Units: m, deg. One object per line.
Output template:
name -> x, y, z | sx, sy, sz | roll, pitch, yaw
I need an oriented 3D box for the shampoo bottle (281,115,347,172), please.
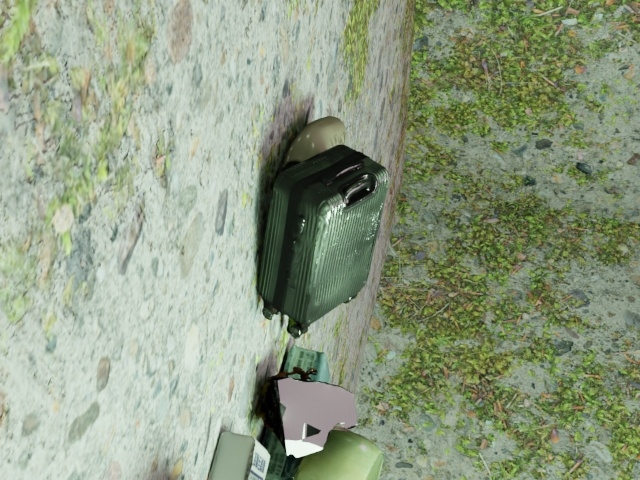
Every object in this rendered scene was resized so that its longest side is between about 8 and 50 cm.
shampoo bottle -> -0.014, -0.157, 1.493 | 0.257, 0.078, 0.127 | -58, 162, -63

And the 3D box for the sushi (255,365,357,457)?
sushi -> -0.044, 0.330, 1.626 | 0.150, 0.172, 0.153 | -5, -88, 55

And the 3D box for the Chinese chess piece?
Chinese chess piece -> 0.012, 0.567, 1.690 | 0.349, 0.146, 0.349 | 18, 90, -75

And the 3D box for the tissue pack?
tissue pack -> -0.058, 0.423, 1.817 | 0.228, 0.103, 0.315 | 90, 15, -56

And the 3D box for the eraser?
eraser -> -0.138, 0.411, 1.407 | 0.210, 0.068, 0.124 | 79, 21, -68

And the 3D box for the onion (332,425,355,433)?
onion -> 0.025, 0.645, 2.209 | 0.256, 0.272, 0.230 | -45, -173, 16

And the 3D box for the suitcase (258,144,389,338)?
suitcase -> 0.000, 0.000, 1.399 | 0.202, 0.128, 0.312 | -31, 144, -42

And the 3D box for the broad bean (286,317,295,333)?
broad bean -> -0.047, 0.067, 1.607 | 0.339, 0.061, 0.077 | 92, -2, -45
